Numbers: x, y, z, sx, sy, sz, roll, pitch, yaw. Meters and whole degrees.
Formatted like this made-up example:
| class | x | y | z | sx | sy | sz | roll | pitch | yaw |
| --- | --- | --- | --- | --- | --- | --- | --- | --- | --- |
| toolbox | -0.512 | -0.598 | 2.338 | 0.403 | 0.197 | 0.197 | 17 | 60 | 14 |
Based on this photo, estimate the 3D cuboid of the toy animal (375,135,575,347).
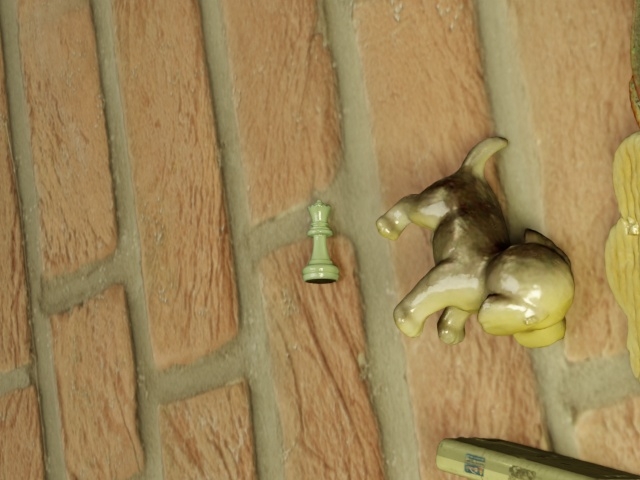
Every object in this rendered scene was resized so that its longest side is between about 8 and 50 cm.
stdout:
| class | x | y | z | sx | sy | sz | roll | pitch | yaw |
| --- | --- | --- | --- | --- | --- | --- | --- | --- | --- |
| toy animal | 0.157 | 0.025 | 1.923 | 0.168 | 0.121 | 0.233 | -43 | 45 | 24 |

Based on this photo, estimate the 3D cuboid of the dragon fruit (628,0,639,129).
| class | x | y | z | sx | sy | sz | roll | pitch | yaw |
| --- | --- | --- | --- | --- | --- | --- | --- | --- | --- |
| dragon fruit | 0.325 | -0.159 | 1.401 | 0.295 | 0.130 | 0.268 | -55 | 45 | 34 |

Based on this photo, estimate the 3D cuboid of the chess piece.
| class | x | y | z | sx | sy | sz | roll | pitch | yaw |
| --- | --- | --- | --- | --- | --- | --- | --- | --- | --- |
| chess piece | 0.000 | 0.000 | 2.187 | 0.042 | 0.042 | 0.093 | -15 | 72 | 52 |

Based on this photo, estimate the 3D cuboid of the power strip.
| class | x | y | z | sx | sy | sz | roll | pitch | yaw |
| --- | --- | --- | --- | --- | --- | --- | --- | --- | --- |
| power strip | 0.223 | 0.225 | 1.842 | 0.268 | 0.092 | 0.034 | 9 | 93 | 52 |

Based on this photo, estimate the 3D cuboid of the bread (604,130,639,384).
| class | x | y | z | sx | sy | sz | roll | pitch | yaw |
| --- | --- | --- | --- | --- | --- | --- | --- | --- | --- |
| bread | 0.327 | 0.031 | 1.677 | 0.316 | 0.054 | 0.316 | 172 | 90 | -75 |
